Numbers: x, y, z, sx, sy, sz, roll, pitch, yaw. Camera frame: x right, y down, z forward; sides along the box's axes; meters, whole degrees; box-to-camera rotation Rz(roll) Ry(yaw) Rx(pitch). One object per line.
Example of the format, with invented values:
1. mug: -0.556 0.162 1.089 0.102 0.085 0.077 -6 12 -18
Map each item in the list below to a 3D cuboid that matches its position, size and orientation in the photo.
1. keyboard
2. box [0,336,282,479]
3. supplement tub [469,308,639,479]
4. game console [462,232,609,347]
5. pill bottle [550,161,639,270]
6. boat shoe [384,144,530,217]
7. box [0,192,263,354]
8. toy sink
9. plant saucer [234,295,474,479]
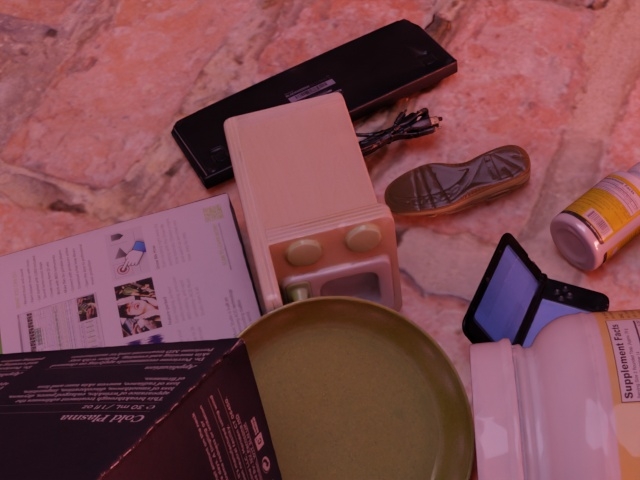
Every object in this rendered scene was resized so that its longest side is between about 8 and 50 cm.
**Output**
1. keyboard: 0.010 -0.135 1.371 0.317 0.033 0.201 -26 45 -11
2. box: -0.246 0.221 0.905 0.343 0.179 0.312 -6 17 26
3. supplement tub: 0.285 0.169 0.947 0.331 0.241 0.241 -5 51 6
4. game console: 0.201 0.068 1.150 0.107 0.071 0.122 16 57 21
5. pill bottle: 0.286 -0.027 1.216 0.116 0.065 0.065 -35 54 -19
6. boat shoe: 0.142 -0.054 1.282 0.153 0.048 0.056 -20 63 2
7. box: -0.216 0.092 1.213 0.322 0.058 0.232 -15 51 -4
8. toy sink: 0.000 0.000 1.188 0.131 0.153 0.234 -14 50 -2
9. plant saucer: 0.011 0.169 1.063 0.241 0.037 0.241 1 81 -9
